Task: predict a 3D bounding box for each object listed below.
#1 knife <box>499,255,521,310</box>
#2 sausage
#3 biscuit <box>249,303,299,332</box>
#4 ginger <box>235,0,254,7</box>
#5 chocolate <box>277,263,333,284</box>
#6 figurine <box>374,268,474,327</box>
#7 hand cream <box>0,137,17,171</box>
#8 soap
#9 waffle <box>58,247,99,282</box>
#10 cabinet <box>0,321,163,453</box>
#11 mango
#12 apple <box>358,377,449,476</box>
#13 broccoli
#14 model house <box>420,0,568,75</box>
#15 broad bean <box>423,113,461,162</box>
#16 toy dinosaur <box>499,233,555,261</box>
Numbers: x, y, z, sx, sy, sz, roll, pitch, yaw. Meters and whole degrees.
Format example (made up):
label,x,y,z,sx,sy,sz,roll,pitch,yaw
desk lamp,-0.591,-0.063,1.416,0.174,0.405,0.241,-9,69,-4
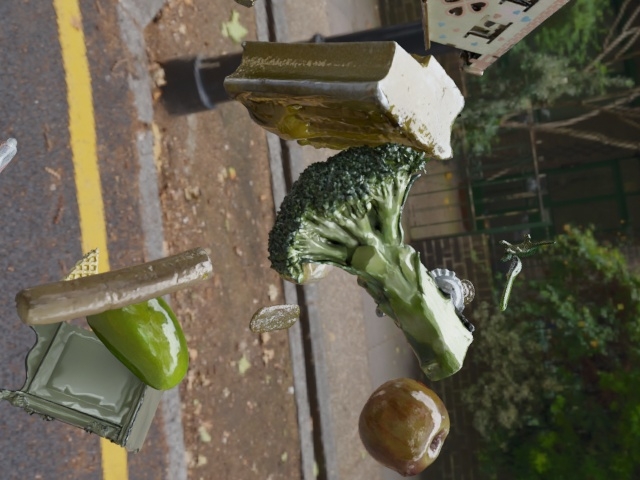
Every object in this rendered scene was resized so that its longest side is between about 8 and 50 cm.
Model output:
label,x,y,z,sx,sy,sz,roll,pitch,yaw
knife,0.395,0.085,1.432,0.184,0.026,0.022,-56,132,-46
sausage,-0.297,0.067,1.031,0.301,0.066,0.065,-16,99,-38
biscuit,-0.101,0.174,1.550,0.147,0.018,0.071,-1,119,-48
ginger,-0.160,-0.554,1.162,0.126,0.190,0.353,99,-20,-80
chocolate,0.000,0.000,1.404,0.309,0.134,0.134,-47,127,-63
figurine,0.253,0.140,1.668,0.271,0.143,0.143,-6,87,-38
hand cream,-0.717,-0.164,1.531,0.216,0.038,0.052,-93,-172,-53
soap,0.038,-0.214,1.045,0.259,0.281,0.142,20,85,-56
waffle,-0.765,0.077,2.177,0.191,0.032,0.125,18,75,-74
cabinet,-0.567,0.357,1.692,0.290,0.318,0.227,112,-3,-69
mango,-0.372,0.186,1.439,0.273,0.185,0.149,49,57,0
apple,0.195,0.429,1.610,0.211,0.188,0.211,-36,141,-36
broccoli,0.072,0.044,1.018,0.221,0.252,0.361,-60,134,-68
model house,0.265,-0.445,1.192,0.326,0.244,0.169,146,-55,-62
broad bean,0.165,-0.172,1.438,0.098,0.318,0.056,39,35,-28
toy dinosaur,0.395,0.014,1.326,0.060,0.120,0.029,36,48,-42
